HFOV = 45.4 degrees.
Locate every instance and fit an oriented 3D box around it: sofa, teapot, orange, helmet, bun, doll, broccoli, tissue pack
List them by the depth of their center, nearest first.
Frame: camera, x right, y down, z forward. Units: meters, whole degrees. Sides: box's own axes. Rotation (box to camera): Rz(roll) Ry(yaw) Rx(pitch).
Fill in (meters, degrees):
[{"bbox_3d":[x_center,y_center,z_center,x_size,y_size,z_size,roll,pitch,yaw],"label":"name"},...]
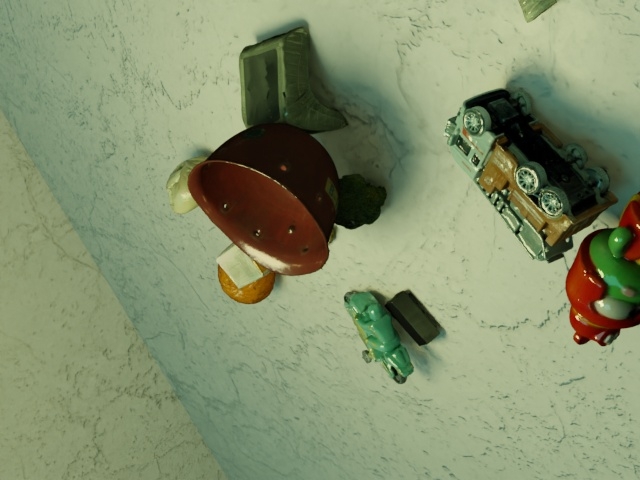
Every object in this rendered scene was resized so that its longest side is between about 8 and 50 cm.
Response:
[{"bbox_3d":[0.341,-0.404,1.241,0.067,0.057,0.083,-38,87,21],"label":"teapot"},{"bbox_3d":[0.528,0.064,1.352,0.160,0.182,0.363,55,147,38],"label":"doll"},{"bbox_3d":[-0.086,-0.119,1.694,0.337,0.230,0.385,15,151,25],"label":"helmet"},{"bbox_3d":[-0.066,-0.356,1.771,0.210,0.176,0.226,-3,92,52],"label":"sofa"},{"bbox_3d":[0.082,-0.089,1.807,0.162,0.138,0.145,27,139,-25],"label":"broccoli"},{"bbox_3d":[0.240,0.199,1.984,0.147,0.060,0.085,49,165,4],"label":"sofa"},{"bbox_3d":[-0.148,0.009,2.105,0.124,0.225,0.185,52,149,-4],"label":"tissue pack"},{"bbox_3d":[-0.379,-0.168,2.242,0.128,0.193,0.178,57,156,-18],"label":"bun"},{"bbox_3d":[-0.224,0.100,2.358,0.193,0.161,0.193,21,134,23],"label":"orange"}]

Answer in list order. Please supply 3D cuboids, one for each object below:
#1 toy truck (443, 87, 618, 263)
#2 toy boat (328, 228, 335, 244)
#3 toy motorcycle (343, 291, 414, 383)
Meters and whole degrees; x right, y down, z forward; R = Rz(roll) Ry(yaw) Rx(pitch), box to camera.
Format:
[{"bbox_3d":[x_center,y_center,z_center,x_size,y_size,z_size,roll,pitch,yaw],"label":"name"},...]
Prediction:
[{"bbox_3d":[0.349,-0.129,1.385,0.338,0.133,0.184,52,148,24],"label":"toy truck"},{"bbox_3d":[0.000,0.000,2.076,0.047,0.049,0.149,51,148,1],"label":"toy boat"},{"bbox_3d":[0.158,0.243,2.053,0.297,0.109,0.198,58,162,17],"label":"toy motorcycle"}]
